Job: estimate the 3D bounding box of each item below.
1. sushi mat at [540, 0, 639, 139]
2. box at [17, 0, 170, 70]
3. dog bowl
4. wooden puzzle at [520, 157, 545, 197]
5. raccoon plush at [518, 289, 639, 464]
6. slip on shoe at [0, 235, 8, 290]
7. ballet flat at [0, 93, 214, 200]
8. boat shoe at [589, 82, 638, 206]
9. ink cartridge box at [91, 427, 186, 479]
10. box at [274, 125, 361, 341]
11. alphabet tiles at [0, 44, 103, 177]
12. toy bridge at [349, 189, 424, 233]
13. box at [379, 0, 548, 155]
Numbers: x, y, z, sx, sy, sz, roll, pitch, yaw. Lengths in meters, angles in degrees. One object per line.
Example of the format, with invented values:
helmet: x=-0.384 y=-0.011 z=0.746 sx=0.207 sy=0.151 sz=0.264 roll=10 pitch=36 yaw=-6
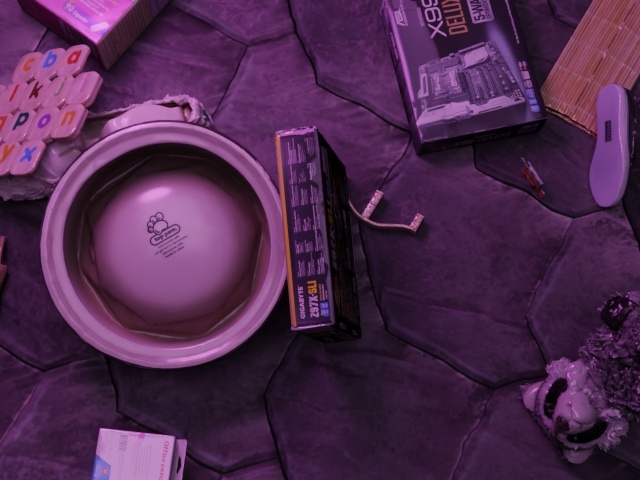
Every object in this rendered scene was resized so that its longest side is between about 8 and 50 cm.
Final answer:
sushi mat: x=0.545 y=-0.353 z=1.969 sx=0.151 sy=0.019 sz=0.316 roll=31 pitch=76 yaw=5
box: x=-0.410 y=-0.484 z=1.914 sx=0.214 sy=0.117 sz=0.243 roll=37 pitch=76 yaw=7
dog bowl: x=-0.254 y=0.010 z=1.734 sx=0.408 sy=0.150 sz=0.407 roll=0 pitch=89 yaw=-5
wooden puzzle: x=0.388 y=-0.116 z=1.883 sx=0.006 sy=0.049 sz=0.083 roll=-30 pitch=78 yaw=-8
raccoon plush: x=0.564 y=0.239 z=1.769 sx=0.447 sy=0.299 sz=0.216 roll=-1 pitch=55 yaw=-35
slip on shoe: x=-0.567 y=0.054 z=1.801 sx=0.041 sy=0.051 sz=0.135 roll=-6 pitch=69 yaw=-16
ballet flat: x=-0.391 y=-0.182 z=1.815 sx=0.409 sy=0.147 sz=0.147 roll=-17 pitch=76 yaw=-10
boat shoe: x=0.550 y=-0.173 z=1.896 sx=0.076 sy=0.080 sz=0.228 roll=6 pitch=82 yaw=-34
ink cartridge box: x=-0.296 y=0.367 z=1.704 sx=0.143 sy=0.090 sz=0.092 roll=8 pitch=75 yaw=-1
box: x=0.000 y=0.000 z=1.717 sx=0.079 sy=0.257 sz=0.321 roll=-8 pitch=79 yaw=12
alphabet tiles: x=-0.510 y=-0.223 z=1.804 sx=0.284 sy=0.021 sz=0.278 roll=-2 pitch=58 yaw=31
toy bridge: x=0.093 y=-0.061 z=1.868 sx=0.188 sy=0.026 sz=0.063 roll=30 pitch=77 yaw=7
box: x=0.263 y=-0.332 z=1.922 sx=0.243 sy=0.076 sz=0.307 roll=-11 pitch=76 yaw=-5
